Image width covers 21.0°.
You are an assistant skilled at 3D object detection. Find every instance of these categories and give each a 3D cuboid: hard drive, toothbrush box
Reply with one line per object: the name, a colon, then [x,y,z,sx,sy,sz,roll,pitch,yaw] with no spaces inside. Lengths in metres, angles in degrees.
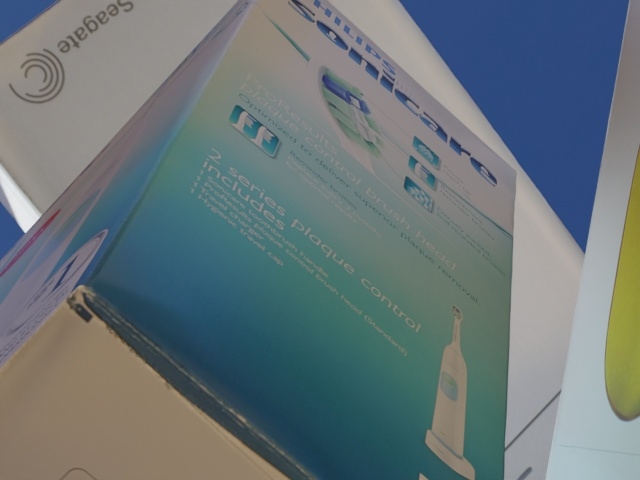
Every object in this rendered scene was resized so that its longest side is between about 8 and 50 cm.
hard drive: [0.000,0.000,0.890,0.233,0.353,0.047,-42,-170,-25]
toothbrush box: [-0.057,0.060,0.533,0.216,0.126,0.295,-45,-170,22]

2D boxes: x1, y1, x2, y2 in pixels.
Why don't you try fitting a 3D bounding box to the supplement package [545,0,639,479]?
supplement package: [0.223,-0.015,0.570,0.198,0.199,0.263,14,-98,-19]
